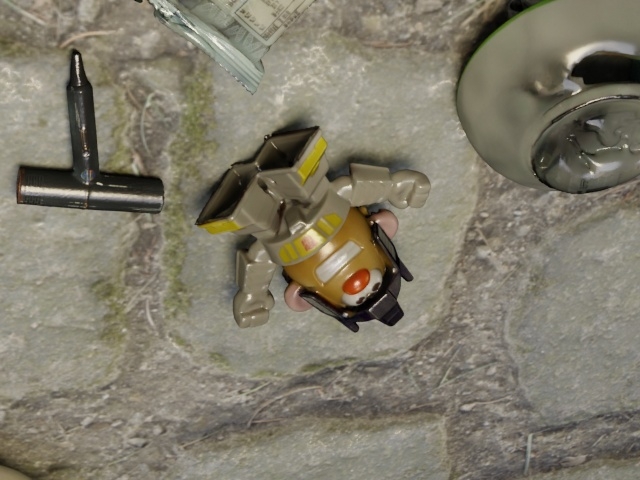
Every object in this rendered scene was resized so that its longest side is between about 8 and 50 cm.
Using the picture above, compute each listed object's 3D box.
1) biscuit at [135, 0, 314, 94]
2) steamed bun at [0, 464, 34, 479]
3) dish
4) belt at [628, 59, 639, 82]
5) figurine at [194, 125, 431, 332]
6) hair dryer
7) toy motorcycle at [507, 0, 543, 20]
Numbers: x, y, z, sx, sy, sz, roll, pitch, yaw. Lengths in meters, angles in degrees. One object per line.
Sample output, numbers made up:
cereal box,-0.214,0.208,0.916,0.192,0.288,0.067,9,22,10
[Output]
biscuit,-0.043,-0.325,1.070,0.186,0.079,0.309,34,109,-32
steamed bun,-0.493,0.480,1.348,0.334,0.334,0.374,20,115,-28
dish,0.335,-0.149,1.218,0.324,0.124,0.324,-4,145,-3
belt,0.456,-0.236,1.306,0.100,0.065,0.179,-9,127,0
figurine,0.002,-0.003,1.271,0.308,0.143,0.308,1,134,1
hair dryer,-0.257,-0.123,1.169,0.173,0.050,0.195,4,119,-24
toy motorcycle,0.298,-0.312,1.193,0.122,0.080,0.215,11,116,-28
